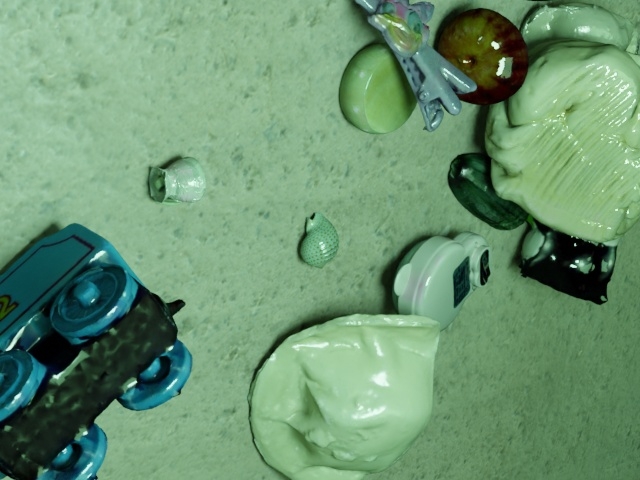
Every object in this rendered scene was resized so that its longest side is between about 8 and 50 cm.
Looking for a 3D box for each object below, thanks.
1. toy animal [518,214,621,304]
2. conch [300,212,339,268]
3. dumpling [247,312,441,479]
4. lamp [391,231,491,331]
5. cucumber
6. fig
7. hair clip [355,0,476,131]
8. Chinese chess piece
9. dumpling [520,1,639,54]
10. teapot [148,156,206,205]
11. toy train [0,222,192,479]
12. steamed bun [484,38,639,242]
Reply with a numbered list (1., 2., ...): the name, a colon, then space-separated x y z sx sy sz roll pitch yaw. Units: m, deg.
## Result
1. toy animal: 0.513 -0.022 2.130 0.213 0.213 0.266 7 102 -49
2. conch: 0.003 0.002 1.696 0.076 0.057 0.085 -26 130 -53
3. dumpling: 0.028 0.267 1.799 0.316 0.233 0.395 14 118 -18
4. lamp: 0.211 0.066 1.914 0.246 0.108 0.179 -33 136 -34
5. cucumber: 0.320 -0.093 1.983 0.244 0.063 0.115 21 94 -49
6. fig: 0.284 -0.295 1.754 0.202 0.148 0.149 18 63 -38
7. hair clip: 0.141 -0.294 1.574 0.278 0.090 0.137 57 50 -22
8. Chinese chess piece: 0.094 -0.238 1.657 0.144 0.058 0.144 -22 124 -37
9. dumpling: 0.472 -0.353 1.948 0.247 0.142 0.172 8 108 -18
10. teapot: -0.199 -0.074 1.434 0.064 0.064 0.083 -11 150 -35
11. toy train: -0.315 0.136 1.257 0.300 0.265 0.188 -46 128 -18
12. steamed bun: 0.471 -0.200 1.881 0.247 0.352 0.339 -74 -169 -59
